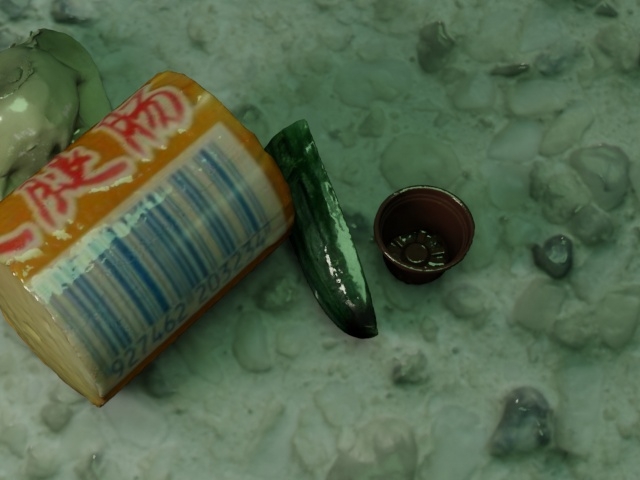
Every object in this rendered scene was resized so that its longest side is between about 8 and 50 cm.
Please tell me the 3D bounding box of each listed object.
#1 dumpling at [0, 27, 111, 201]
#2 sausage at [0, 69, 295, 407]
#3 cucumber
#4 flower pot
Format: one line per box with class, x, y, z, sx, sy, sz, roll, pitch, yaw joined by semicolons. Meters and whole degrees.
dumpling;-0.323;-0.135;1.471;0.172;0.142;0.247;43;56;-22
sausage;-0.199;-0.003;1.345;0.233;0.233;0.287;41;70;15
cucumber;0.000;0.000;1.421;0.063;0.115;0.243;-20;66;-6
flower pot;0.111;0.005;1.439;0.111;0.089;0.111;1;64;-2
